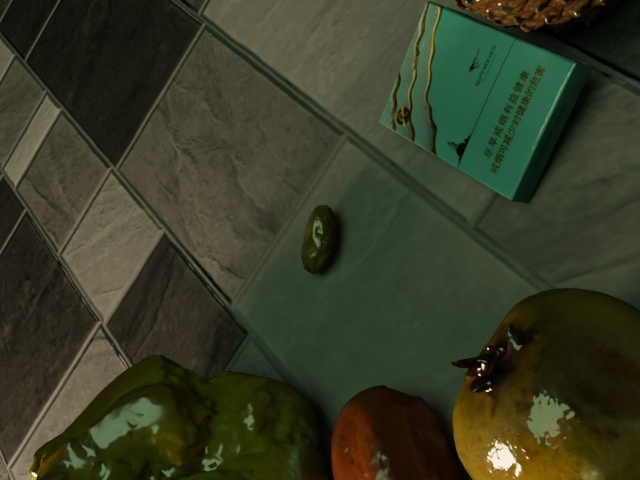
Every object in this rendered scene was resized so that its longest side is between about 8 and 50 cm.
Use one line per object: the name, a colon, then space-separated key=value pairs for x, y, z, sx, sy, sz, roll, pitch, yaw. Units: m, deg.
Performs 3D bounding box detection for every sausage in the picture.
sausage: x=0.085 y=0.272 z=0.891 sx=0.133 sy=0.133 sz=0.258 roll=-38 pitch=56 yaw=25

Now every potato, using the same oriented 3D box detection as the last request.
potato: x=0.000 y=0.000 z=1.107 sx=0.046 sy=0.045 sz=0.092 roll=11 pitch=86 yaw=43

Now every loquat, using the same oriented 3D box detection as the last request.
loquat: x=0.220 y=0.146 z=0.760 sx=0.213 sy=0.213 sz=0.213 roll=-14 pitch=67 yaw=36

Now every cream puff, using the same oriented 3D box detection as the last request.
cream puff: x=-0.189 y=0.311 z=1.012 sx=0.378 sy=0.275 sz=0.379 roll=-14 pitch=66 yaw=34

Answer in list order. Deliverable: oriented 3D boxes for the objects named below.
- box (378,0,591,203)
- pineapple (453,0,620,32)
box: x=0.180 y=-0.165 z=0.995 sx=0.229 sy=0.041 sz=0.162 roll=37 pitch=113 yaw=41
pineapple: x=0.177 y=-0.318 z=0.865 sx=0.202 sy=0.362 sz=0.202 roll=5 pitch=97 yaw=44
